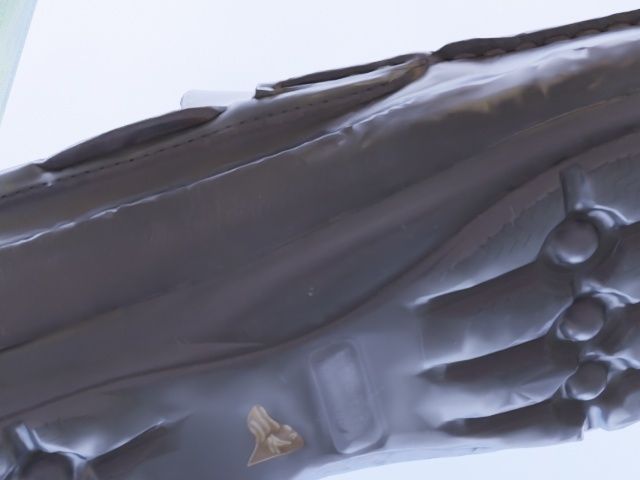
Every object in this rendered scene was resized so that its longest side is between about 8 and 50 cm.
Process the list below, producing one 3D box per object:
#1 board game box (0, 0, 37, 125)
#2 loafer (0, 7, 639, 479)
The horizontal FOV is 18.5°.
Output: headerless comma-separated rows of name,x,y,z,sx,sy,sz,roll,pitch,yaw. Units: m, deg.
board game box,-0.159,-0.107,0.861,0.043,0.092,0.181,18,-87,9
loafer,0.000,0.000,0.469,0.319,0.112,0.111,-18,-134,-9
